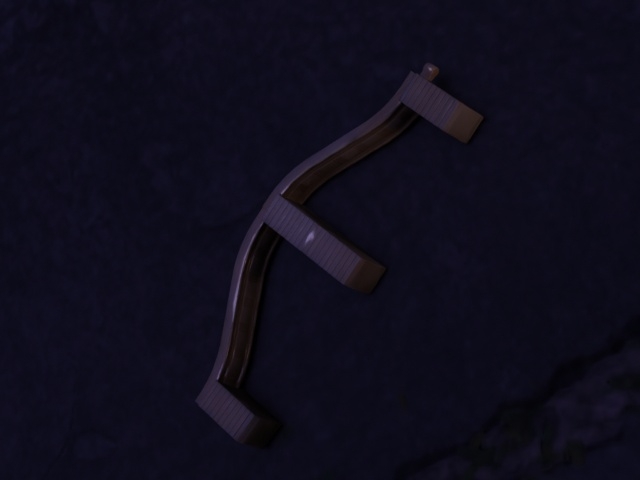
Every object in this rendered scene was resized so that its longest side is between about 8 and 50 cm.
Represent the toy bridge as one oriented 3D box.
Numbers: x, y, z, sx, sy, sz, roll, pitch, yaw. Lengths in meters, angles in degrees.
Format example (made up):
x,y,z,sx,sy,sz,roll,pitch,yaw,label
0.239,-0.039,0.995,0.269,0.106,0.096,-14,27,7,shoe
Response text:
x,y,z,sx,sy,sz,roll,pitch,yaw,label
0.000,0.000,0.725,0.063,0.026,0.188,38,98,34,toy bridge
